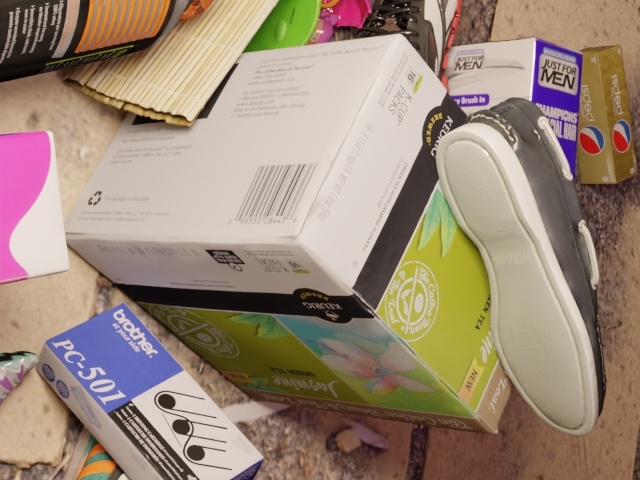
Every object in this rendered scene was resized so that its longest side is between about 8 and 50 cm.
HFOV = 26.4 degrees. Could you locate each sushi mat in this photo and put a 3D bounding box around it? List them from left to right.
[{"bbox_3d":[-0.107,-0.242,1.309,0.317,0.151,0.019,-58,154,-27],"label":"sushi mat"}]

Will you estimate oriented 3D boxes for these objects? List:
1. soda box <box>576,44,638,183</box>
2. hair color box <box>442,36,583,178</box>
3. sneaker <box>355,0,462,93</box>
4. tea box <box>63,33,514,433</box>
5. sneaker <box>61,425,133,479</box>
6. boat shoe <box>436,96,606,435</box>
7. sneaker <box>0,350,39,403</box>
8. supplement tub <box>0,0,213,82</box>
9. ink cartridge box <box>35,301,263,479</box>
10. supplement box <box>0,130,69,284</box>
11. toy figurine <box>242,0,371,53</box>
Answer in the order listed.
[{"bbox_3d":[0.382,-0.171,1.860,0.061,0.058,0.181,-23,107,-42],"label":"soda box"},{"bbox_3d":[0.193,-0.056,1.586,0.110,0.185,0.339,5,89,-45],"label":"hair color box"},{"bbox_3d":[0.093,-0.232,1.525,0.135,0.097,0.276,11,84,-65],"label":"sneaker"},{"bbox_3d":[0.000,0.000,1.292,0.323,0.329,0.220,44,61,-36],"label":"tea box"},{"bbox_3d":[-0.187,0.249,1.259,0.302,0.121,0.108,-55,127,-29],"label":"sneaker"},{"bbox_3d":[0.197,0.024,1.179,0.091,0.114,0.303,-33,115,-34],"label":"boat shoe"},{"bbox_3d":[-0.291,0.142,1.214,0.098,0.038,0.069,-20,107,-33],"label":"sneaker"},{"bbox_3d":[-0.241,-0.236,1.139,0.316,0.193,0.194,-21,106,-43],"label":"supplement tub"},{"bbox_3d":[-0.157,0.158,1.248,0.097,0.207,0.046,-27,154,-41],"label":"ink cartridge box"},{"bbox_3d":[-0.306,-0.021,1.060,0.111,0.220,0.114,-11,99,-45],"label":"supplement box"},{"bbox_3d":[-0.014,-0.230,1.439,0.159,0.130,0.173,-10,120,-54],"label":"toy figurine"}]
